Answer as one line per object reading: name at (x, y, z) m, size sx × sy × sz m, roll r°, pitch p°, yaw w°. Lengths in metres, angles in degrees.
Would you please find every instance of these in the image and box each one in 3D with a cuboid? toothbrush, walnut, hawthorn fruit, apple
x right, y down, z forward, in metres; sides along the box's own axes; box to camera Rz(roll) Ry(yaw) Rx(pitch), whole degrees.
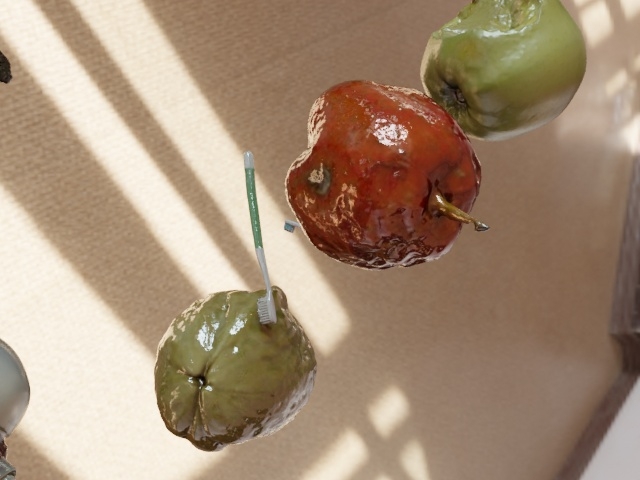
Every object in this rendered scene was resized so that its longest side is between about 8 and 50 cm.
toothbrush at (0.000, 0.000, 1.178) m, size 0.014 × 0.162 × 0.017 m, roll 7°, pitch 101°, yaw -37°
walnut at (-0.125, 0.184, 1.415) m, size 0.283 × 0.227 × 0.283 m, roll 22°, pitch 90°, yaw -77°
toothbrush at (-0.088, -0.006, 1.345) m, size 0.018 × 0.024 × 0.257 m, roll 36°, pitch 43°, yaw -66°
hawthorn fruit at (0.084, -0.056, 1.001) m, size 0.207 × 0.243 × 0.207 m, roll -15°, pitch 117°, yaw -32°
apple at (0.302, -0.291, 1.617) m, size 0.279 × 0.279 × 0.279 m, roll -1°, pitch 91°, yaw -54°

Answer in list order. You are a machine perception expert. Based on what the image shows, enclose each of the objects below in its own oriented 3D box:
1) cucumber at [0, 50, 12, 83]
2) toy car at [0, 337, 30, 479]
cucumber at (-0.489, -0.237, 1.193) m, size 0.220 × 0.070 × 0.046 m, roll 1°, pitch 111°, yaw -53°
toy car at (-0.227, 0.106, 0.580) m, size 0.112 × 0.139 × 0.112 m, roll -49°, pitch 163°, yaw -23°
